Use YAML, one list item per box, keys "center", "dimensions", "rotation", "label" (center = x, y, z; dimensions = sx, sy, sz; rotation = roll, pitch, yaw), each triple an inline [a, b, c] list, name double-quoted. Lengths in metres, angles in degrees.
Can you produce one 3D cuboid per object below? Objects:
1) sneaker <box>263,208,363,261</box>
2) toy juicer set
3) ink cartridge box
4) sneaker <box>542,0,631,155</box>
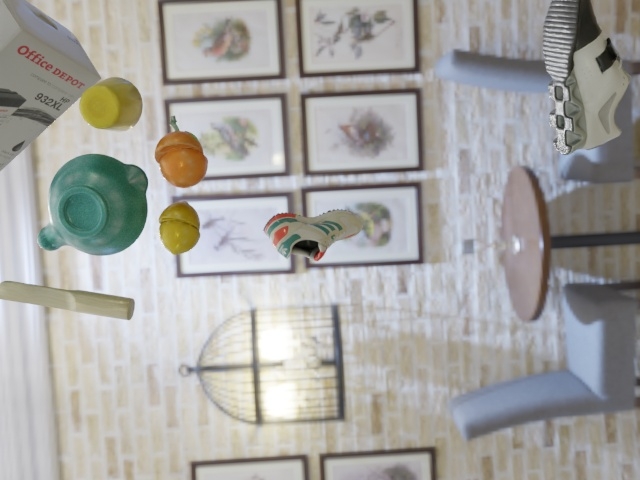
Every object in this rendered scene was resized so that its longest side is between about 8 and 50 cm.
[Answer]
- center: [0.000, 0.000, 1.177]
  dimensions: [0.075, 0.161, 0.057]
  rotation: [61, 138, 34]
  label: "sneaker"
- center: [-0.259, -0.025, 1.052]
  dimensions: [0.329, 0.209, 0.089]
  rotation: [-62, 0, 14]
  label: "toy juicer set"
- center: [-0.585, -0.269, 1.449]
  dimensions: [0.129, 0.307, 0.223]
  rotation: [54, -170, 22]
  label: "ink cartridge box"
- center: [0.515, -0.338, 1.558]
  dimensions: [0.122, 0.146, 0.331]
  rotation: [-120, 19, -65]
  label: "sneaker"
